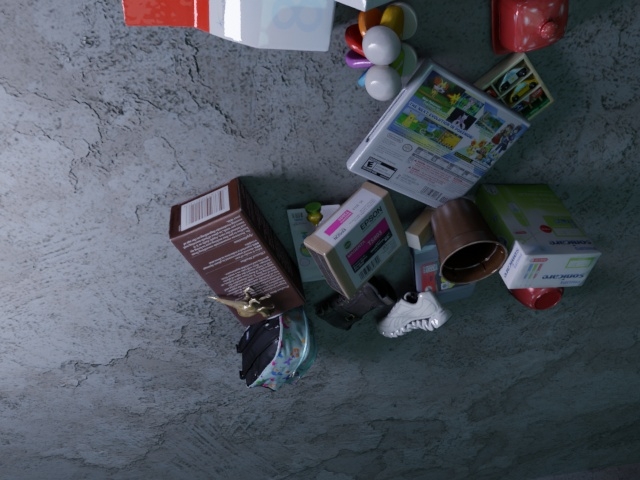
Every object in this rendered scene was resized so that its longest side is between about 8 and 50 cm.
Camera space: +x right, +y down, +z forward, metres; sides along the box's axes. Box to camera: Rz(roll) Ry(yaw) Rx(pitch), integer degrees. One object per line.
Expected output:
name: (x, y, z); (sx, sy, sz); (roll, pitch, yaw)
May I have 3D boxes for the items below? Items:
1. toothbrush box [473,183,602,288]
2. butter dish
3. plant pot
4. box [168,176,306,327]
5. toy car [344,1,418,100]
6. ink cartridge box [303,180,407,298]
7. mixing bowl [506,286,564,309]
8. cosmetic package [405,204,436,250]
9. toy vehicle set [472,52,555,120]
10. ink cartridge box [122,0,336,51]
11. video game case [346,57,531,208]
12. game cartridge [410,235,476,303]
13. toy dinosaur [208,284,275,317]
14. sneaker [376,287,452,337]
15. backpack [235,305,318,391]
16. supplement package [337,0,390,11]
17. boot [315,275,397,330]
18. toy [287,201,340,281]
toothbrush box: (0.537, -0.018, 1.419); (0.206, 0.283, 0.122); (-1, 133, -11)
butter dish: (0.438, -0.445, 1.112); (0.159, 0.118, 0.160); (-16, 134, 3)
plant pot: (0.356, -0.005, 1.375); (0.167, 0.165, 0.167); (-7, 139, -6)
box: (-0.200, 0.042, 1.405); (0.191, 0.143, 0.381); (-22, 132, 7)
toy car: (0.113, -0.378, 1.100); (0.136, 0.159, 0.182); (14, 139, 22)
ink cartridge box: (0.096, 0.001, 1.399); (0.234, 0.088, 0.193); (-44, 136, -14)
mixing bowl: (0.696, 0.154, 1.743); (0.181, 0.098, 0.181); (-7, 133, -8)
cosmetic package: (0.276, -0.035, 1.464); (0.115, 0.041, 0.060); (-49, 140, -25)
toy vehicle set: (0.394, -0.298, 1.295); (0.267, 0.035, 0.166); (-38, 129, 22)
ink cartridge box: (-0.155, -0.497, 0.947); (0.384, 0.091, 0.308); (-2, 133, -12)
video game case: (0.273, -0.224, 1.276); (0.329, 0.036, 0.300); (19, 126, -30)
game cartridge: (0.370, 0.083, 1.635); (0.196, 0.060, 0.294); (-17, 134, -2)
toy dinosaur: (-0.184, 0.162, 1.391); (0.183, 0.053, 0.093); (19, 127, -27)
sneaker: (0.264, 0.216, 1.670); (0.118, 0.110, 0.292); (56, 142, -5)
backpack: (-0.118, 0.292, 1.594); (0.191, 0.225, 0.253); (10, 131, -23)
supplement package: (0.109, -0.490, 0.904); (0.244, 0.139, 0.134); (-34, 144, -32)
boot: (0.076, 0.169, 1.623); (0.229, 0.091, 0.263); (-31, 127, 23)
toy: (0.000, 0.000, 1.465); (0.136, 0.056, 0.237); (-6, 128, 7)
